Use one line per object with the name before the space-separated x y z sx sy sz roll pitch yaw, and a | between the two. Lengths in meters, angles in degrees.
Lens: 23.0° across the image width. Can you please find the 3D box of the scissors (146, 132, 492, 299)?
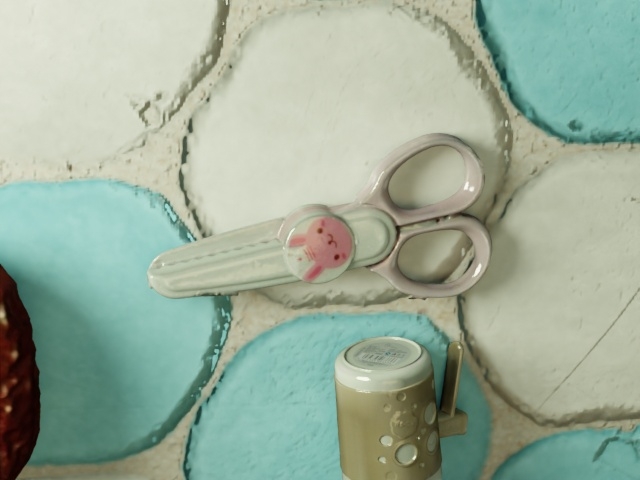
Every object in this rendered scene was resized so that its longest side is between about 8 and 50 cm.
scissors | 0.000 0.000 1.078 0.242 0.030 0.118 -11 111 -10

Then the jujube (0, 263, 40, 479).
jujube | -0.240 0.089 1.020 0.112 0.109 0.176 -13 115 -44

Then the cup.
cup | 0.061 0.122 1.115 0.102 0.074 0.099 -9 112 -9
